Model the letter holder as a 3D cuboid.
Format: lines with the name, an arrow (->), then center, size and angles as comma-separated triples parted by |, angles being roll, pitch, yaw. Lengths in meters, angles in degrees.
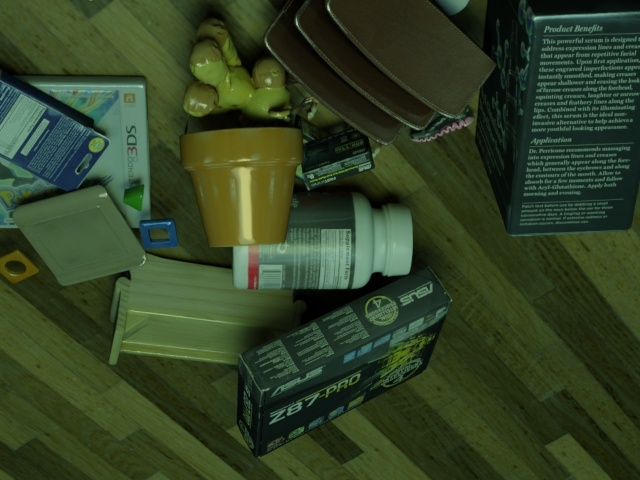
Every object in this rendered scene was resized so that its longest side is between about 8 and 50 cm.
letter holder -> 0.088, -0.295, 1.867 | 0.302, 0.152, 0.214 | 37, 88, -27

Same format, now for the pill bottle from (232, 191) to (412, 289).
pill bottle -> 0.000, 0.000, 2.110 | 0.318, 0.176, 0.176 | 0, 126, -5

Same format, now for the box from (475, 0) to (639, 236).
box -> 0.390, -0.250, 1.888 | 0.212, 0.293, 0.395 | -2, 126, -4

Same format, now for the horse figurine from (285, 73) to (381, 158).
horse figurine -> 0.056, -0.243, 2.007 | 0.263, 0.066, 0.174 | 24, 126, -24

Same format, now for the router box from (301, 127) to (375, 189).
router box -> 0.026, -0.142, 1.989 | 0.122, 0.092, 0.038 | -19, 126, 7

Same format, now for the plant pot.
plant pot -> -0.126, -0.085, 1.942 | 0.205, 0.205, 0.188 | -4, 91, -2

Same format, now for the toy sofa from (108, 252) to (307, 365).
toy sofa -> -0.218, 0.149, 2.239 | 0.362, 0.177, 0.150 | 7, 148, -11

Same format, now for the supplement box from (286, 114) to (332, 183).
supplement box -> -0.032, -0.159, 2.064 | 0.083, 0.056, 0.083 | 28, 119, -24

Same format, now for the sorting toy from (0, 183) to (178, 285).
sorting toy -> -0.429, -0.014, 2.100 | 0.347, 0.047, 0.196 | -14, 133, 10

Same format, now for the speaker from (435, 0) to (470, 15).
speaker -> 0.183, -0.427, 1.888 | 0.055, 0.055, 0.136 | -38, 121, 21

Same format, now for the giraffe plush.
giraffe plush -> -0.126, -0.248, 1.909 | 0.170, 0.181, 0.210 | 10, 133, -2

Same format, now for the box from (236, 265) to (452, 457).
box -> 0.036, 0.228, 2.174 | 0.395, 0.097, 0.318 | -24, 153, -19

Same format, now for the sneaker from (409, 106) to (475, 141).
sneaker -> 0.208, -0.213, 2.061 | 0.119, 0.047, 0.057 | -22, 106, 9

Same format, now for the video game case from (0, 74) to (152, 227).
video game case -> -0.464, -0.149, 2.047 | 0.329, 0.036, 0.300 | 0, 126, -5

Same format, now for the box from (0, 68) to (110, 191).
box -> -0.481, -0.182, 1.976 | 0.225, 0.036, 0.136 | 30, 118, -24
